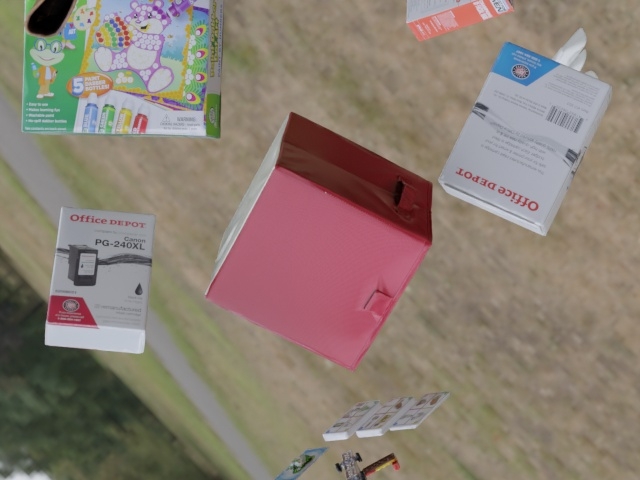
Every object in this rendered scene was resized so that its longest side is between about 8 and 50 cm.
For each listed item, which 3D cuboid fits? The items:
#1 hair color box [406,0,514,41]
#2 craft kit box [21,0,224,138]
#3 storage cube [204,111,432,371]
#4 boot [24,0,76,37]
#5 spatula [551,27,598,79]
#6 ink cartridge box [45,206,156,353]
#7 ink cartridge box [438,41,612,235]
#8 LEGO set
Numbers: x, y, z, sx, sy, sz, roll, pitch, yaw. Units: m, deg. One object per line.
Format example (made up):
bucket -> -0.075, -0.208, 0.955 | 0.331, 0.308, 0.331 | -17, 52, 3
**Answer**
hair color box -> 0.224, -0.391, 2.263 | 0.167, 0.093, 0.053 | -15, 141, 26
craft kit box -> -0.238, -0.249, 1.704 | 0.250, 0.246, 0.061 | 2, 179, 18
storage cube -> 0.000, 0.000, 1.613 | 0.193, 0.215, 0.183 | 27, -156, -8
boot -> -0.244, -0.376, 1.494 | 0.096, 0.264, 0.280 | 27, -156, -12
spatula -> 0.328, -0.190, 2.095 | 0.019, 0.242, 0.168 | 22, -147, -20
ink cartridge box -> -0.243, 0.042, 1.564 | 0.109, 0.150, 0.063 | 5, 150, -7
ink cartridge box -> 0.247, -0.121, 1.694 | 0.140, 0.190, 0.082 | 26, 178, 14
LEGO set -> 0.040, 0.276, 1.733 | 0.182, 0.244, 0.060 | -15, 107, 49
